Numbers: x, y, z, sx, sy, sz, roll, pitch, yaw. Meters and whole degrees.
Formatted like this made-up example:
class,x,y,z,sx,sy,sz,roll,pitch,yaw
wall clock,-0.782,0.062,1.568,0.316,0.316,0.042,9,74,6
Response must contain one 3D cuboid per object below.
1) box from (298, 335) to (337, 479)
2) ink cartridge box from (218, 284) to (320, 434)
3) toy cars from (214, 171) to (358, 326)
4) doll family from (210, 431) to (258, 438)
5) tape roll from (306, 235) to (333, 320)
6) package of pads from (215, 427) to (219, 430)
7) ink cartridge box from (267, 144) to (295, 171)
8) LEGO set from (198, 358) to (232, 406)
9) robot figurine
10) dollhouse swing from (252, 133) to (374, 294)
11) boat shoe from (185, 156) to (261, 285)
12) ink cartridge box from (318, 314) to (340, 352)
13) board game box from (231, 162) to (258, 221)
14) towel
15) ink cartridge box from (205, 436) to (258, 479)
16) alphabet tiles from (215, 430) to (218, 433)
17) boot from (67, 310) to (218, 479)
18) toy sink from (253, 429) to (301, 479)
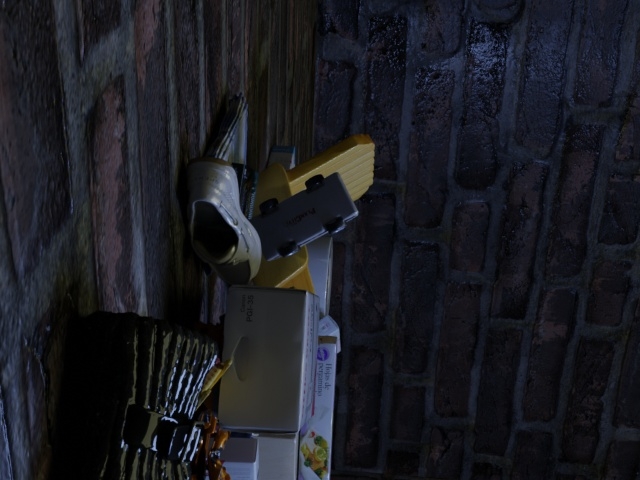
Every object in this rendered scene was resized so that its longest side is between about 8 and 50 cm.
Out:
class,x,y,z,sx,sy,sz,roll,pitch,yaw
box,-0.006,0.351,1.922,0.067,0.063,0.323,-69,162,-83
ink cartridge box,-0.070,0.177,1.476,0.283,0.117,0.207,54,39,-84
toy cars,-0.057,0.054,1.682,0.393,0.177,0.087,-69,162,10
doll family,-0.161,0.296,1.746,0.076,0.111,0.192,40,51,-49
tape roll,-0.060,0.104,2.526,0.246,0.169,0.246,5,90,-86
package of pads,-0.182,0.285,1.687,0.032,0.050,0.083,62,31,-83
ink cartridge box,-0.102,-0.146,2.430,0.181,0.062,0.104,-82,174,-53
LEGO set,-0.195,0.173,1.265,0.132,0.107,0.287,-51,-179,0
robot figurine,-0.177,0.282,1.487,0.211,0.085,0.290,82,12,-68
dollhouse swing,0.000,0.000,1.998,0.347,0.305,0.315,85,-11,-70
boat shoe,-0.156,-0.003,1.479,0.277,0.098,0.096,75,17,-51
ink cartridge box,-0.057,0.295,2.443,0.066,0.232,0.189,48,-14,19
board game box,-0.139,-0.066,1.694,0.186,0.026,0.126,8,91,-87
towel,-0.166,-0.102,1.673,0.285,0.034,0.209,-78,174,-55
ink cartridge box,-0.162,0.414,1.678,0.063,0.109,0.150,-87,179,-59
alphabet tiles,-0.195,0.335,1.886,0.198,0.009,0.237,82,12,-73
boot,-0.176,0.228,1.047,0.348,0.131,0.260,81,14,-72
toy sink,-0.113,0.376,1.961,0.234,0.153,0.131,-75,168,-68
